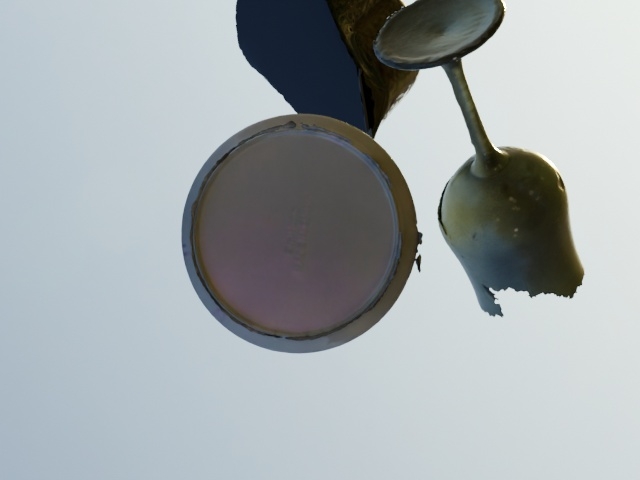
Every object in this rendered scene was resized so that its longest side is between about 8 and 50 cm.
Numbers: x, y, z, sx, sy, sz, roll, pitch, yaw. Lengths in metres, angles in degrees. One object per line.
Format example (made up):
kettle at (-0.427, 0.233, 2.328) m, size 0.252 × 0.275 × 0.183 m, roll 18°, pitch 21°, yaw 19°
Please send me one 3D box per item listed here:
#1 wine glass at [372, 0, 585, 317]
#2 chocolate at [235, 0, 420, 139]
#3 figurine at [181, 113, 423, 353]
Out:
wine glass at (0.096, -0.045, 1.007) m, size 0.079 × 0.079 × 0.195 m, roll -78°, pitch -29°, yaw -50°
chocolate at (0.011, -0.137, 1.136) m, size 0.080 × 0.125 × 0.149 m, roll -35°, pitch -75°, yaw -28°
figurine at (0.000, 0.000, 0.989) m, size 0.132 × 0.132 × 0.153 m, roll 61°, pitch -174°, yaw 7°
